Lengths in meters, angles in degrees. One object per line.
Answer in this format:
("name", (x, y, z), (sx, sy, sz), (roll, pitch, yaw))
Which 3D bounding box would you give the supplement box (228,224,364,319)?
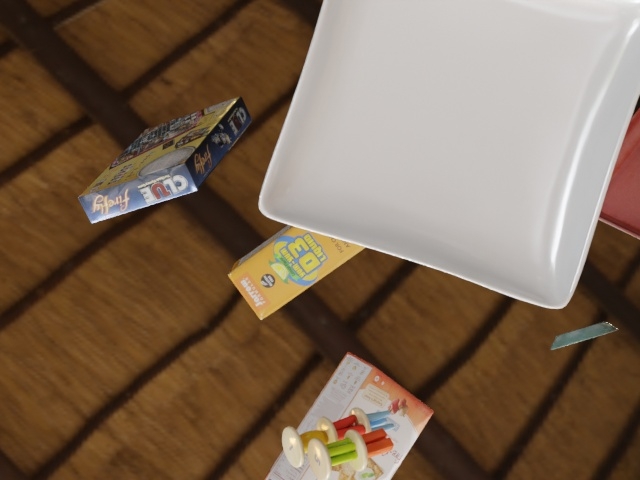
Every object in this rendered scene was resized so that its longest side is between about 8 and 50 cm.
("supplement box", (0.000, 0.000, 1.494), (0.078, 0.233, 0.080), (53, -170, -6))

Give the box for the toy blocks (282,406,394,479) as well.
("toy blocks", (0.044, 0.249, 1.513), (0.148, 0.123, 0.054), (-11, -80, -28))

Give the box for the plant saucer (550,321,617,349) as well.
("plant saucer", (0.452, 0.162, 2.081), (0.119, 0.119, 0.021), (-7, -103, -55))

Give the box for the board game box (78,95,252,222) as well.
("board game box", (-0.204, -0.112, 1.631), (0.042, 0.165, 0.243), (66, -156, -20))

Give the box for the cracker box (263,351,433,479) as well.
("cracker box", (0.038, 0.294, 1.692), (0.156, 0.067, 0.232), (39, -98, -40))

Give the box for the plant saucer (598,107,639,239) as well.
("plant saucer", (0.577, -0.119, 2.049), (0.048, 0.259, 0.258), (38, -90, -27))

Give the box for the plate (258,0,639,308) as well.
("plate", (0.118, -0.112, 1.021), (0.045, 0.277, 0.278), (-66, -7, -85))
